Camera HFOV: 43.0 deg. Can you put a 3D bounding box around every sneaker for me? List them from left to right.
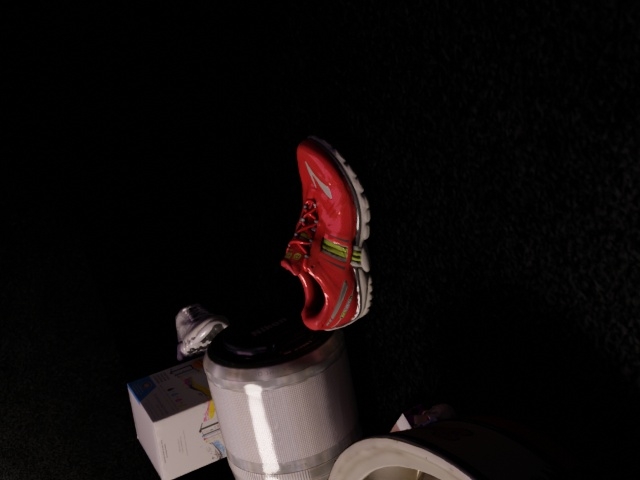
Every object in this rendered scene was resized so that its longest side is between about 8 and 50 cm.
[{"bbox_3d":[-0.275,0.194,1.817,0.292,0.110,0.118,-34,69,64],"label":"sneaker"},{"bbox_3d":[0.000,0.000,1.095,0.107,0.118,0.279,24,129,56],"label":"sneaker"}]

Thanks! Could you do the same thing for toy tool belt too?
[{"bbox_3d":[0.156,0.255,1.046,0.083,0.051,0.052,65,154,11],"label":"toy tool belt"}]

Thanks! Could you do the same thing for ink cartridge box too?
[{"bbox_3d":[-0.280,0.382,1.801,0.171,0.232,0.168,35,136,51],"label":"ink cartridge box"}]

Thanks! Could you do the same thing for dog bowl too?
[{"bbox_3d":[0.189,0.376,0.896,0.408,0.150,0.408,28,128,44],"label":"dog bowl"}]

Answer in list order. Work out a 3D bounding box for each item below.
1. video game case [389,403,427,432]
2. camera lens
[{"bbox_3d":[0.154,0.369,1.144,0.210,0.041,0.232,58,152,25],"label":"video game case"},{"bbox_3d":[-0.053,0.257,1.269,0.219,0.219,0.274,21,126,58],"label":"camera lens"}]
